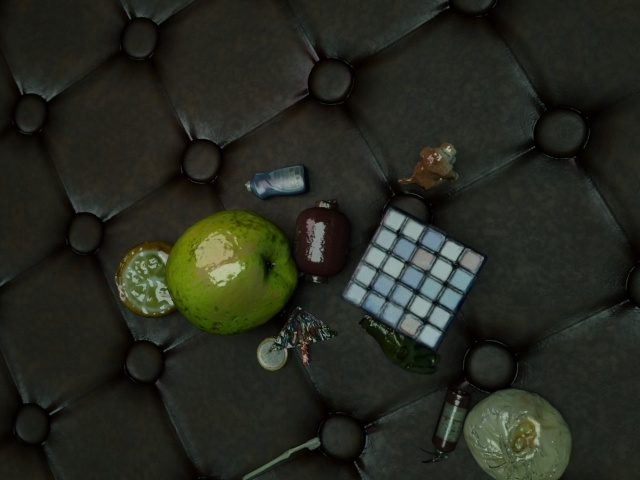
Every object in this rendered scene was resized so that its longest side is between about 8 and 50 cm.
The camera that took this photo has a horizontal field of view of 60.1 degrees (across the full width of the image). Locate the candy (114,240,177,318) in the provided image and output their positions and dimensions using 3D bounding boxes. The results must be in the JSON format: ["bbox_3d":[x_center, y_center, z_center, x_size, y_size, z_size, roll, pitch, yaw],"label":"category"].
[{"bbox_3d":[-0.542,0.128,1.809,0.260,0.118,0.259,0,90,13],"label":"candy"}]

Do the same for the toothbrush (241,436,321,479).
[{"bbox_3d":[-0.125,0.684,1.733,0.294,0.026,0.028,-28,97,10],"label":"toothbrush"}]

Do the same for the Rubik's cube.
[{"bbox_3d":[0.265,0.099,1.531,0.293,0.292,0.286,30,95,15],"label":"Rubik's cube"}]

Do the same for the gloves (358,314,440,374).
[{"bbox_3d":[0.230,0.303,1.617,0.268,0.107,0.135,33,136,-1],"label":"gloves"}]

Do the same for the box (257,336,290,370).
[{"bbox_3d":[-0.148,0.356,1.746,0.106,0.037,0.105,-1,87,13],"label":"box"}]

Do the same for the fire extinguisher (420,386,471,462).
[{"bbox_3d":[0.356,0.540,1.598,0.099,0.071,0.231,19,92,-5],"label":"fire extinguisher"}]

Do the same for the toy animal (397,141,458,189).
[{"bbox_3d":[0.303,-0.205,1.587,0.184,0.185,0.104,-16,86,13],"label":"toy animal"}]

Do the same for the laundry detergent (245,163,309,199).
[{"bbox_3d":[-0.142,-0.182,1.754,0.207,0.061,0.096,-7,88,13],"label":"laundry detergent"}]

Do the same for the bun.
[{"bbox_3d":[0.546,0.551,1.519,0.288,0.146,0.287,0,89,12],"label":"bun"}]

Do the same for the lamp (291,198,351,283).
[{"bbox_3d":[0.000,0.000,1.663,0.180,0.180,0.257,7,89,14],"label":"lamp"}]

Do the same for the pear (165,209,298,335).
[{"bbox_3d":[-0.248,0.086,1.608,0.392,0.391,0.390,-1,88,13],"label":"pear"}]

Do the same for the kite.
[{"bbox_3d":[-0.063,0.296,1.723,0.233,0.009,0.189,-11,72,0],"label":"kite"}]
